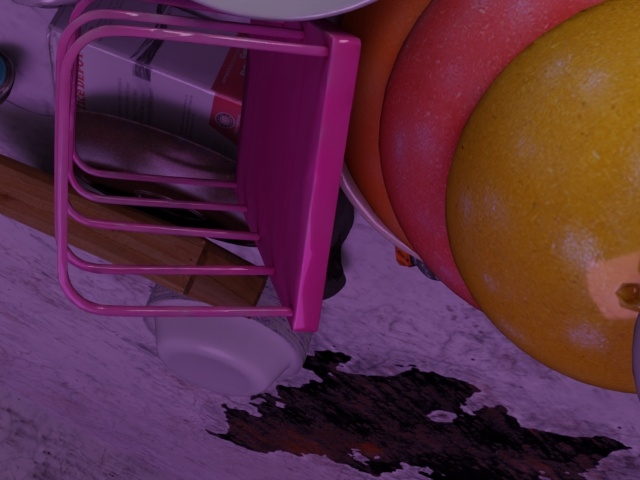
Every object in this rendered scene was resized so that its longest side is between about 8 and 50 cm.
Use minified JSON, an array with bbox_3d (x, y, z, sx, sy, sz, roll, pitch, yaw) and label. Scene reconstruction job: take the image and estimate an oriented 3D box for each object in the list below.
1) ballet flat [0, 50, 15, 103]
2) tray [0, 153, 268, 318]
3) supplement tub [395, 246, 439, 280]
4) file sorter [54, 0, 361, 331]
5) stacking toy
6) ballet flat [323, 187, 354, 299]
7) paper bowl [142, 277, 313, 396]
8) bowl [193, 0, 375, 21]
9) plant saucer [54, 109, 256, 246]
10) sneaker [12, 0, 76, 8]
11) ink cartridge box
[{"bbox_3d":[-0.435,-0.195,1.000,0.213,0.072,0.068,-1,172,32],"label":"ballet flat"},{"bbox_3d":[-0.287,-0.018,1.043,0.410,0.076,0.203,20,173,21],"label":"tray"},{"bbox_3d":[0.187,-0.005,0.901,0.190,0.117,0.117,7,148,18],"label":"supplement tub"},{"bbox_3d":[-0.108,-0.088,0.617,0.182,0.291,0.202,2,113,-16],"label":"file sorter"},{"bbox_3d":[0.162,-0.033,0.437,0.350,0.480,0.351,1,117,2],"label":"stacking toy"},{"bbox_3d":[0.000,0.000,1.072,0.084,0.058,0.250,-26,151,-12],"label":"ballet flat"},{"bbox_3d":[-0.161,0.159,1.336,0.284,0.148,0.284,14,149,9],"label":"paper bowl"},{"bbox_3d":[-0.013,-0.291,0.471,0.297,0.134,0.298,9,119,17],"label":"bowl"},{"bbox_3d":[-0.167,-0.058,0.924,0.310,0.050,0.310,20,168,4],"label":"plant saucer"},{"bbox_3d":[-0.295,-0.287,0.752,0.232,0.090,0.115,16,117,33],"label":"sneaker"},{"bbox_3d":[-0.170,-0.168,0.854,0.217,0.092,0.158,19,151,-5],"label":"ink cartridge box"}]
